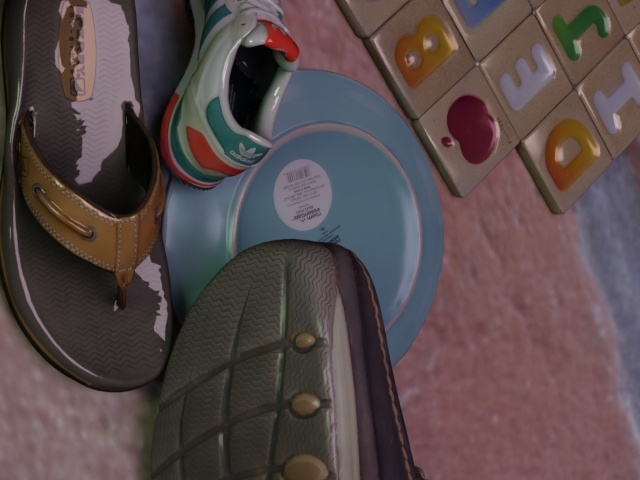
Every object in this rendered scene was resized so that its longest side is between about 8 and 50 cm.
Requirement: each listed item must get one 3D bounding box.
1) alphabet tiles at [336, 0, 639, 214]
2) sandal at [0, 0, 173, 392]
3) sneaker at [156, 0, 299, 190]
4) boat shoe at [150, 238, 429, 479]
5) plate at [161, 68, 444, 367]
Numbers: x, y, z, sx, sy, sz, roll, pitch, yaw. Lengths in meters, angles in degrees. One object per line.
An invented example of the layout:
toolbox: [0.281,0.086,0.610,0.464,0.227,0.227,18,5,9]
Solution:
alphabet tiles: [0.149,-0.196,0.944,0.342,0.011,0.285,-44,115,-26]
sandal: [-0.105,-0.033,0.737,0.090,0.060,0.219,-4,97,-35]
sneaker: [-0.033,-0.106,0.770,0.057,0.075,0.161,22,69,-34]
boat shoe: [0.001,0.168,0.792,0.130,0.132,0.355,-14,109,-48]
plate: [0.000,0.000,0.836,0.188,0.024,0.188,-2,93,-35]
